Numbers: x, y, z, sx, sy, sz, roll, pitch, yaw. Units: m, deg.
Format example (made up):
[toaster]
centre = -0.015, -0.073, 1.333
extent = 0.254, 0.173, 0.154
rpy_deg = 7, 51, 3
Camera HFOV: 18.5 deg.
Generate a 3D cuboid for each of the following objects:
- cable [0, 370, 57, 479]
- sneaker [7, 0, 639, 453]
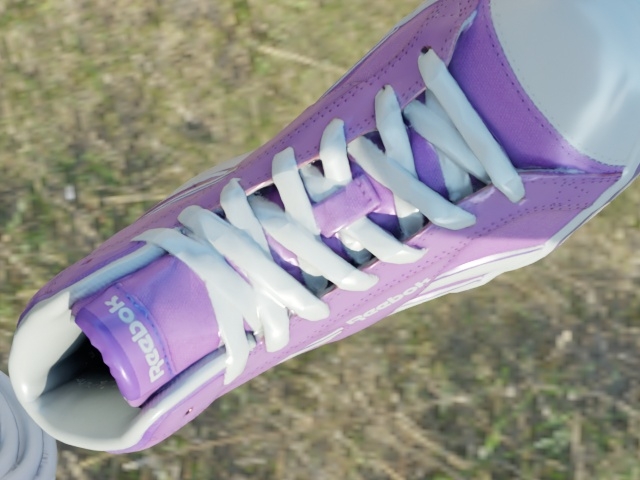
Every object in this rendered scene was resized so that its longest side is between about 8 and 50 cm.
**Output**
[cable]
centre = -0.242, 0.096, 0.842
extent = 0.257, 0.257, 0.089
rpy_deg = 4, 111, -32
[sneaker]
centre = 0.000, 0.001, 0.694
extent = 0.102, 0.282, 0.161
rpy_deg = 55, 37, -1
